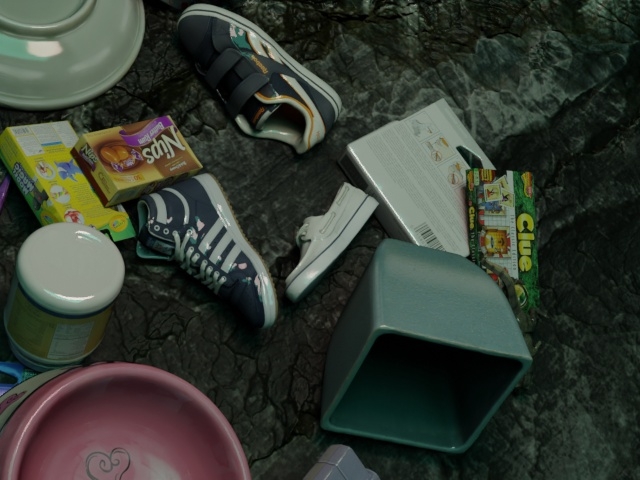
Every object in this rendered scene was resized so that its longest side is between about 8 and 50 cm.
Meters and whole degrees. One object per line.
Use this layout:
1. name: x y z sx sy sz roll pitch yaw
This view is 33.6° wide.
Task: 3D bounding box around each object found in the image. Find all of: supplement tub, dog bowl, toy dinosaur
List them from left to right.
1. supplement tub: -0.361 0.084 1.476 0.144 0.200 0.144 13 51 -16
2. dog bowl: -0.268 0.342 1.384 0.407 0.150 0.408 15 61 -29
3. toy dinosaur: 0.326 0.123 1.751 0.118 0.064 0.268 -50 126 -53

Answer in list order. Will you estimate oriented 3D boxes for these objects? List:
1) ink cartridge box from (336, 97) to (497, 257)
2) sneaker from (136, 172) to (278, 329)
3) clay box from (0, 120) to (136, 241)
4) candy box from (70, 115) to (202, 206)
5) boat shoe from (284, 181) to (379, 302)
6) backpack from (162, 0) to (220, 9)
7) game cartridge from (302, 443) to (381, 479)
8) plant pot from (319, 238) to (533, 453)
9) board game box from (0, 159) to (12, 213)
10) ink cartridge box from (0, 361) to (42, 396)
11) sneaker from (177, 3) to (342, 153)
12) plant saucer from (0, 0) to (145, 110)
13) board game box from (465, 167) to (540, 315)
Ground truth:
1. ink cartridge box: 0.199 -0.093 1.871 0.238 0.060 0.275 -29 79 -31
2. sneaker: -0.185 0.031 1.638 0.153 0.099 0.282 -16 65 -32
3. clay box: -0.387 -0.077 1.615 0.127 0.053 0.222 -17 72 -55
4. candy box: -0.287 -0.127 1.671 0.186 0.053 0.109 -21 74 -48
5. boat shoe: 0.000 0.000 1.740 0.084 0.095 0.258 37 48 4
6. backpack: -0.243 -0.550 1.819 0.276 0.213 0.264 31 53 -38
7. game cartridge: 0.059 0.481 1.457 0.230 0.068 0.355 -45 113 -28
8. plant pot: 0.145 0.141 1.640 0.247 0.248 0.252 13 42 -15
9. board game box: -0.645 -0.069 1.544 0.346 0.056 0.208 16 57 -13
10. ink cartridge box: -0.454 0.303 1.431 0.185 0.065 0.311 8 61 -18
11. sneaker: -0.118 -0.272 1.796 0.321 0.126 0.127 33 53 -5
12. plant saucer: -0.480 -0.407 1.737 0.400 0.100 0.401 8 63 -17
13. board game box: 0.316 0.007 1.829 0.136 0.030 0.260 1 84 -33
